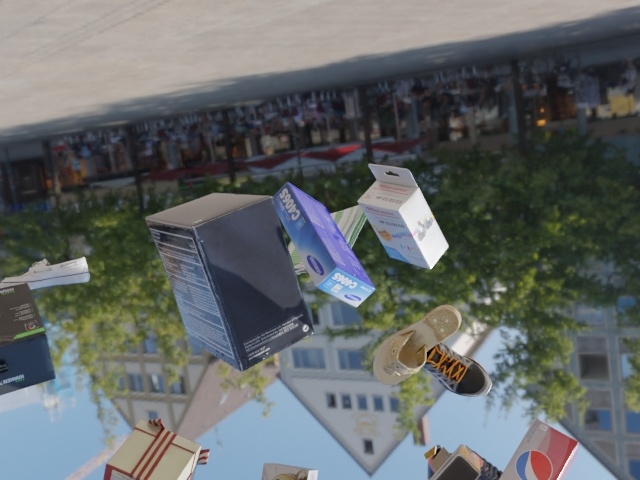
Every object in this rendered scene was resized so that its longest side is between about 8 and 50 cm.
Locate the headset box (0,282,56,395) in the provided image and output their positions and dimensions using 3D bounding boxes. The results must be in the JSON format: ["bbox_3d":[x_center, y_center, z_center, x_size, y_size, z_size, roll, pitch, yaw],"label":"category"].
[{"bbox_3d":[-0.763,0.241,1.530,0.246,0.131,0.283,-14,-150,-26],"label":"headset box"}]

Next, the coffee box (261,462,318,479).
[{"bbox_3d":[-0.120,0.917,2.259,0.168,0.297,0.119,3,164,18],"label":"coffee box"}]

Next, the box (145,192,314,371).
[{"bbox_3d":[-0.188,0.066,1.359,0.182,0.294,0.296,-25,-162,-27],"label":"box"}]

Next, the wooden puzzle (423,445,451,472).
[{"bbox_3d":[0.318,0.573,1.706,0.014,0.079,0.116,7,-144,-44],"label":"wooden puzzle"}]

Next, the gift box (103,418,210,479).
[{"bbox_3d":[-0.518,0.733,2.116,0.255,0.277,0.258,24,-156,5],"label":"gift box"}]

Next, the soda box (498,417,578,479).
[{"bbox_3d":[0.372,0.467,1.229,0.092,0.083,0.263,26,-114,32],"label":"soda box"}]

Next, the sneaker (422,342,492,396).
[{"bbox_3d":[0.259,0.260,1.413,0.214,0.084,0.083,29,173,21],"label":"sneaker"}]

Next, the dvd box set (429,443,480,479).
[{"bbox_3d":[0.226,0.581,1.447,0.308,0.062,0.420,-48,161,-3],"label":"dvd box set"}]

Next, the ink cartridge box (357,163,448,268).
[{"bbox_3d":[0.136,-0.042,1.157,0.061,0.181,0.104,-47,-145,-21],"label":"ink cartridge box"}]

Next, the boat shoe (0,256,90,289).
[{"bbox_3d":[-0.745,0.087,1.808,0.226,0.076,0.083,-7,-176,-22],"label":"boat shoe"}]

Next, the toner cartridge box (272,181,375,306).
[{"bbox_3d":[0.000,0.006,1.729,0.165,0.075,0.348,29,-158,-42],"label":"toner cartridge box"}]

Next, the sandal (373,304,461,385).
[{"bbox_3d":[0.174,0.218,1.320,0.240,0.088,0.079,-46,173,27],"label":"sandal"}]

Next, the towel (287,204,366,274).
[{"bbox_3d":[0.000,0.000,2.066,0.324,0.038,0.248,-14,-140,50],"label":"towel"}]

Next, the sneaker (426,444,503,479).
[{"bbox_3d":[0.465,0.674,1.910,0.349,0.148,0.131,3,-161,29],"label":"sneaker"}]
